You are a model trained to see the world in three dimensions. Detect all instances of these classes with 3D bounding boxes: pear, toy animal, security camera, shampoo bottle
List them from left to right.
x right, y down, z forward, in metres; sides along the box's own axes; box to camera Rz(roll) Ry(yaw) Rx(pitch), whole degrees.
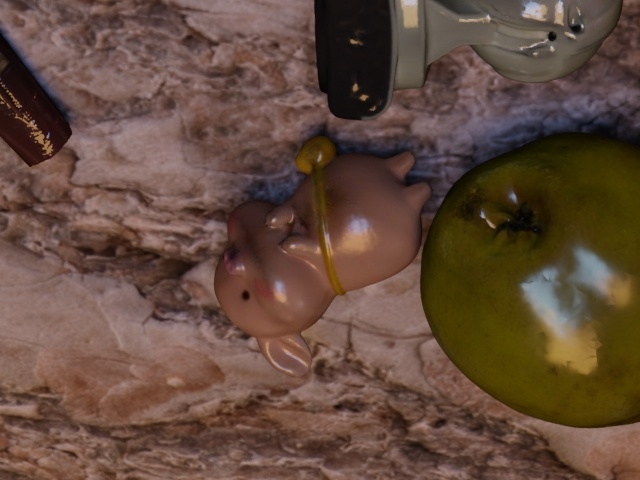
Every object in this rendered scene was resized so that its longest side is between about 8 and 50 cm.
[{"bbox_3d":[-0.341,-0.179,1.586,0.067,0.068,0.236,-30,116,21],"label":"shampoo bottle"},{"bbox_3d":[0.000,-0.002,1.613,0.248,0.165,0.149,-37,136,17],"label":"toy animal"},{"bbox_3d":[0.134,-0.225,1.441,0.277,0.191,0.197,-1,123,3],"label":"security camera"},{"bbox_3d":[0.270,0.054,1.561,0.287,0.287,0.375,-33,130,22],"label":"pear"}]
